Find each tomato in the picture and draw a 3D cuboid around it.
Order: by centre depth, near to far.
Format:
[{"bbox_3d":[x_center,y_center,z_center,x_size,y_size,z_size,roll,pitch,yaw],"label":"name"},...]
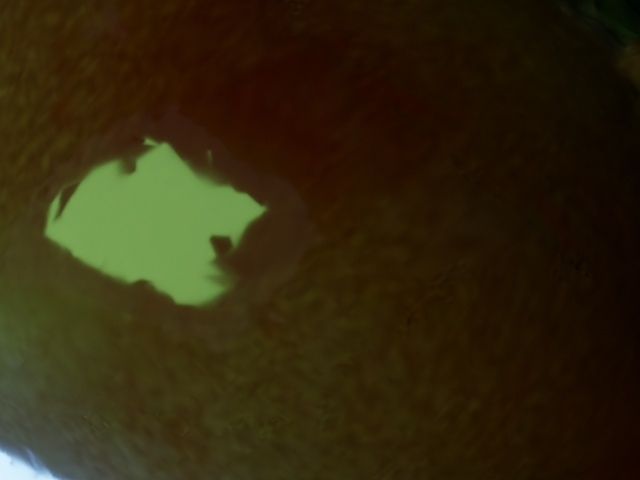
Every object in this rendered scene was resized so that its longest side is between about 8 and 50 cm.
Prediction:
[{"bbox_3d":[0.000,0.000,0.503,0.321,0.321,0.321,-14,73,51],"label":"tomato"}]
